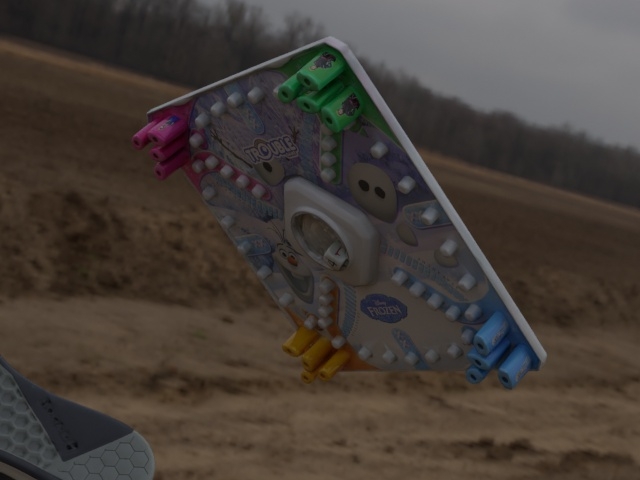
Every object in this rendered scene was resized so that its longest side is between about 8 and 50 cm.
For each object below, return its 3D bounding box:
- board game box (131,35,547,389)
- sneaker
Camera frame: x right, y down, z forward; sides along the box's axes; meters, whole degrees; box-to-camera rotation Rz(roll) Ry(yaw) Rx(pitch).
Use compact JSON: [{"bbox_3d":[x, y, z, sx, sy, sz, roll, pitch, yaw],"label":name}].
[{"bbox_3d":[0.000,0.000,1.282,0.390,0.050,0.390,-9,-60,56],"label":"board game box"},{"bbox_3d":[-0.232,0.145,0.833,0.226,0.163,0.086,32,52,2],"label":"sneaker"}]
